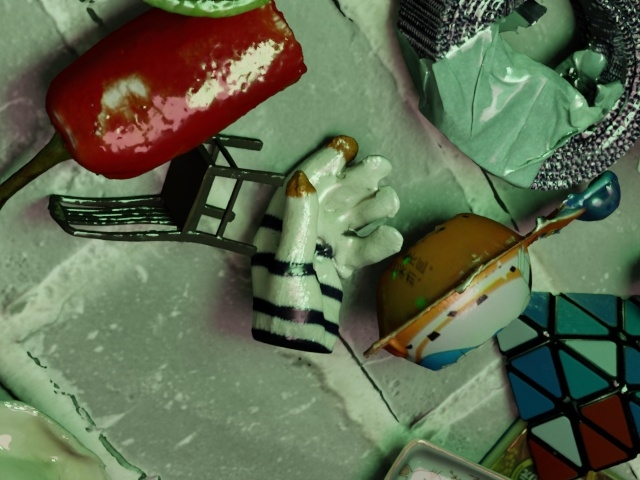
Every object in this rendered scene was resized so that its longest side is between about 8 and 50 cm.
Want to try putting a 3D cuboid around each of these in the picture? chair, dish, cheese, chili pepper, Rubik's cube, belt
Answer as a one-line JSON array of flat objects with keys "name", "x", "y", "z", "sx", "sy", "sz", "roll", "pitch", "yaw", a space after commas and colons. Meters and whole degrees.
[{"name": "chair", "x": -0.154, "y": -0.054, "z": 1.797, "sx": 0.212, "sy": 0.084, "sz": 0.101, "roll": 8, "pitch": 118, "yaw": -29}, {"name": "dish", "x": 0.165, "y": 0.327, "z": 2.156, "sx": 0.234, "sy": 0.064, "sz": 0.154, "roll": 27, "pitch": 100, "yaw": -13}, {"name": "cheese", "x": 0.181, "y": 0.027, "z": 1.967, "sx": 0.329, "sy": 0.217, "sz": 0.129, "roll": -34, "pitch": 85, "yaw": -14}, {"name": "chili pepper", "x": -0.183, "y": -0.124, "z": 1.711, "sx": 0.338, "sy": 0.131, "sz": 0.134, "roll": -30, "pitch": 118, "yaw": -6}, {"name": "Rubik's cube", "x": 0.323, "y": 0.221, "z": 2.128, "sx": 0.284, "sy": 0.250, "sz": 0.234, "roll": 1, "pitch": 126, "yaw": -33}, {"name": "belt", "x": 0.220, "y": -0.195, "z": 1.874, "sx": 0.260, "sy": 0.122, "sz": 0.325, "roll": -51, "pitch": 130, "yaw": 2}]

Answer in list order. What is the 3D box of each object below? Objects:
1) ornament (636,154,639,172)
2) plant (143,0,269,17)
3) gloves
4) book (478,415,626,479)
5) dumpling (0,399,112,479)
[{"name": "ornament", "x": 0.510, "y": -0.160, "z": 1.916, "sx": 0.239, "sy": 0.240, "sz": 0.240, "roll": -25, "pitch": 133, "yaw": -47}, {"name": "plant", "x": -0.006, "y": -0.298, "z": 1.688, "sx": 0.333, "sy": 0.180, "sz": 0.251, "roll": -32, "pitch": 132, "yaw": 8}, {"name": "gloves", "x": -0.005, "y": 0.001, "z": 1.893, "sx": 0.140, "sy": 0.131, "sz": 0.218, "roll": 15, "pitch": 80, "yaw": -31}, {"name": "book", "x": 0.209, "y": 0.439, "z": 2.299, "sx": 0.300, "sy": 0.039, "sz": 0.428, "roll": 33, "pitch": 100, "yaw": -37}, {"name": "dumpling", "x": -0.338, "y": 0.291, "z": 1.850, "sx": 0.341, "sy": 0.181, "sz": 0.260, "roll": 42, "pitch": 74, "yaw": -12}]
